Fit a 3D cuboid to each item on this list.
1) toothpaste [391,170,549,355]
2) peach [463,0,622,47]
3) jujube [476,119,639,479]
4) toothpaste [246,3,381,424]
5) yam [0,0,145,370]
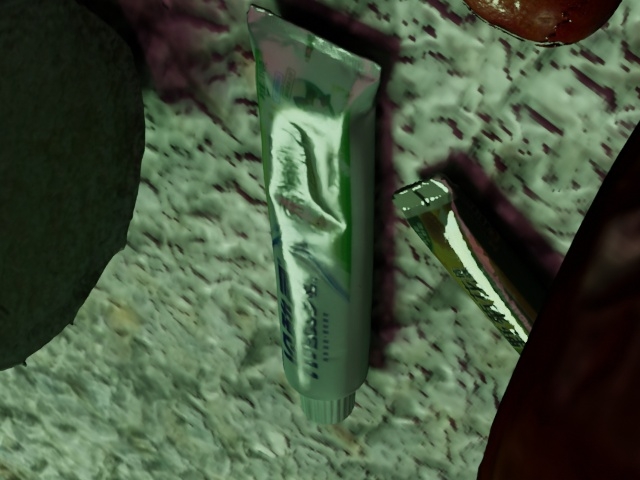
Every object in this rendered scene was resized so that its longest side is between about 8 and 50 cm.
[{"bbox_3d":[0.111,0.047,0.912,0.204,0.031,0.049,49,150,-11],"label":"toothpaste"},{"bbox_3d":[0.077,-0.111,0.712,0.077,0.050,0.083,8,142,46],"label":"peach"},{"bbox_3d":[0.180,0.010,0.479,0.223,0.318,0.223,38,158,19],"label":"jujube"},{"bbox_3d":[0.000,0.000,0.967,0.075,0.048,0.297,27,146,22],"label":"toothpaste"},{"bbox_3d":[-0.274,-0.054,1.028,0.348,0.241,0.241,10,140,39],"label":"yam"}]
